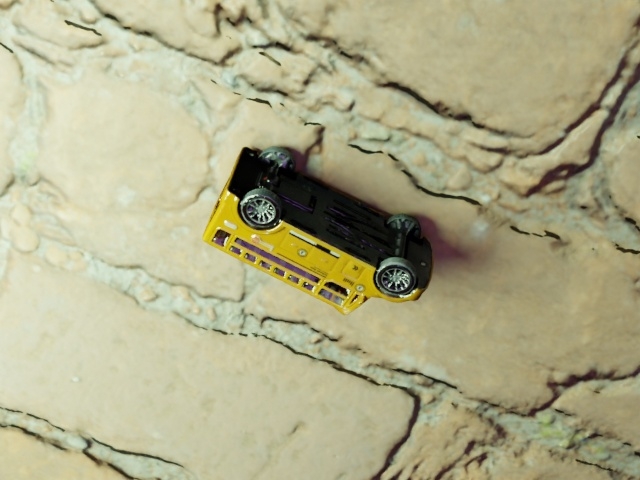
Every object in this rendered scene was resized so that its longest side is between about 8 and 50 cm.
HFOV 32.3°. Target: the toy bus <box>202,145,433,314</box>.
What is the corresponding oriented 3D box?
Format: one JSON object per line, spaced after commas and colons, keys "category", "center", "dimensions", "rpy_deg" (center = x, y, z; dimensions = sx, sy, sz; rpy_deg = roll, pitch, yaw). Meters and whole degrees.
{"category": "toy bus", "center": [0.000, 0.000, 0.968], "dimensions": [0.194, 0.083, 0.088], "rpy_deg": [27, 125, -9]}
